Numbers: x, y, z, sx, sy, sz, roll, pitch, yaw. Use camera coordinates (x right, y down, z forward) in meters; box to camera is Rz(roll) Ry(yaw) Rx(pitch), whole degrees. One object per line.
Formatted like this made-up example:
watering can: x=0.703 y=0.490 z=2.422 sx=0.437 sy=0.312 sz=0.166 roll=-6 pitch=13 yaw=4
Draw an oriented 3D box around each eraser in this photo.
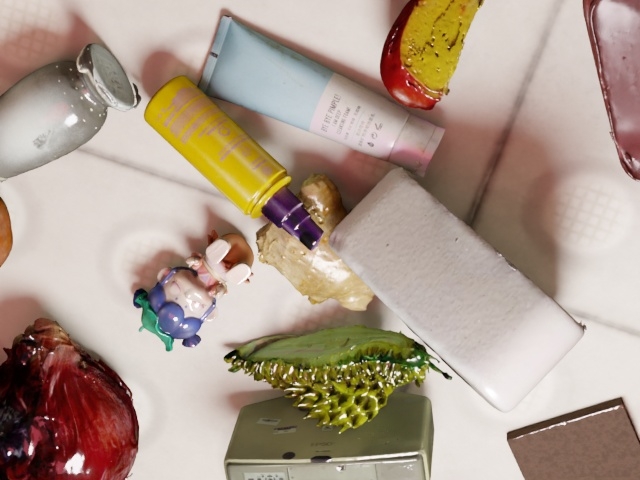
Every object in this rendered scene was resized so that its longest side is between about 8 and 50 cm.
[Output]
eraser: x=0.193 y=0.092 z=1.734 sx=0.331 sy=0.331 sz=0.150 roll=42 pitch=91 yaw=-13

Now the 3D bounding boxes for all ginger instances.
ginger: x=0.000 y=0.000 z=1.811 sx=0.216 sy=0.102 sz=0.157 roll=36 pitch=107 yaw=-9

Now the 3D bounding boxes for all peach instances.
peach: x=0.128 y=-0.241 z=1.665 sx=0.092 sy=0.127 sz=0.172 roll=21 pitch=113 yaw=1

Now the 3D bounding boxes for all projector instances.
projector: x=0.017 y=0.275 z=1.889 sx=0.269 sy=0.193 sz=0.088 roll=-4 pitch=114 yaw=10

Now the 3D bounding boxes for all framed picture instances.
framed picture: x=0.361 y=0.298 z=1.951 sx=0.168 sy=0.023 sz=0.128 roll=-20 pitch=111 yaw=16

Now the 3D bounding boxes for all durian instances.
durian: x=0.033 y=0.176 z=1.846 sx=0.375 sy=0.132 sz=0.106 roll=-2 pitch=125 yaw=36

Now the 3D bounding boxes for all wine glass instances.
wine glass: x=-0.340 y=-0.162 z=1.772 sx=0.204 sy=0.111 sz=0.111 roll=-27 pitch=109 yaw=17

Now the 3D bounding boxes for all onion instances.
onion: x=-0.381 y=0.266 z=1.935 sx=0.281 sy=0.221 sz=0.281 roll=14 pitch=115 yaw=32

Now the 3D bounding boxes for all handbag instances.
handbag: x=0.466 y=-0.219 z=1.662 sx=0.275 sy=0.084 sz=0.260 roll=-12 pitch=111 yaw=12

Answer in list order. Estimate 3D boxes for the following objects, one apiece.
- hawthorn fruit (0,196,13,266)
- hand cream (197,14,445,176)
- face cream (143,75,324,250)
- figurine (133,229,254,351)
hawthorn fruit: x=-0.485 y=0.010 z=1.844 sx=0.149 sy=0.189 sz=0.149 roll=11 pitch=146 yaw=7
hand cream: x=0.000 y=-0.172 z=1.762 sx=0.312 sy=0.070 sz=0.111 roll=26 pitch=118 yaw=3
face cream: x=-0.100 y=-0.090 z=1.745 sx=0.273 sy=0.078 sz=0.078 roll=43 pitch=115 yaw=9
figurine: x=-0.162 y=0.070 z=1.869 sx=0.195 sy=0.102 sz=0.111 roll=-38 pitch=93 yaw=19
